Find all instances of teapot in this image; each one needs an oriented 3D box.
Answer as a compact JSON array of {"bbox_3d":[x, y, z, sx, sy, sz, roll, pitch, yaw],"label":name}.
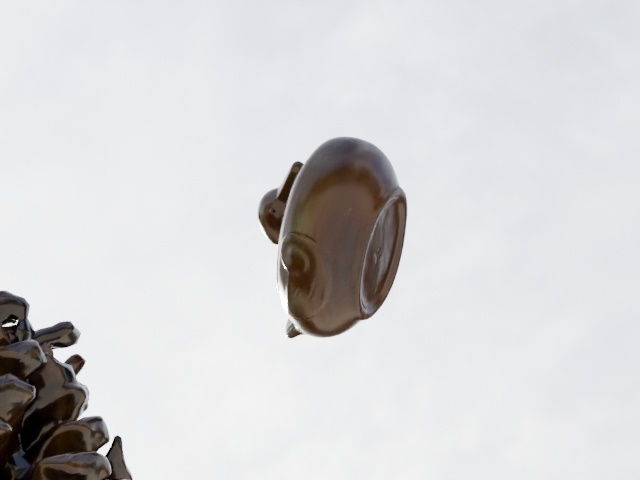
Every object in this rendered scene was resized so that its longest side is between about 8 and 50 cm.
[{"bbox_3d":[0.000,0.000,1.039,0.078,0.098,0.129,19,-51,20],"label":"teapot"}]

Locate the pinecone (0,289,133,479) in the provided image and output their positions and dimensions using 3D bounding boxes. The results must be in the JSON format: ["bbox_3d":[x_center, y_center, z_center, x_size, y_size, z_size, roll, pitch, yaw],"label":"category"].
[{"bbox_3d":[-0.191,0.150,0.910,0.224,0.272,0.224,-17,-22,-7],"label":"pinecone"}]
